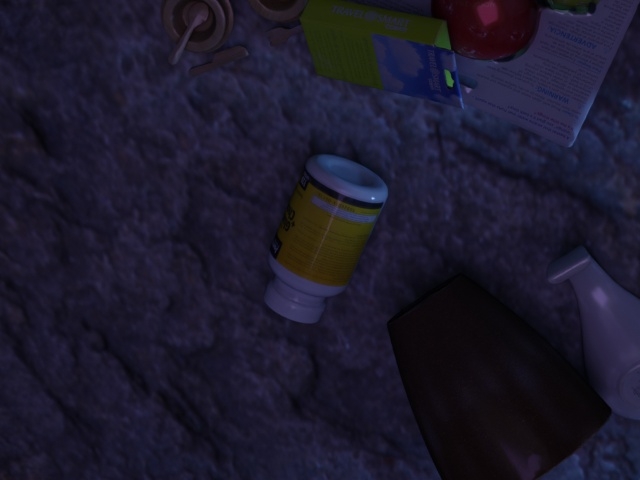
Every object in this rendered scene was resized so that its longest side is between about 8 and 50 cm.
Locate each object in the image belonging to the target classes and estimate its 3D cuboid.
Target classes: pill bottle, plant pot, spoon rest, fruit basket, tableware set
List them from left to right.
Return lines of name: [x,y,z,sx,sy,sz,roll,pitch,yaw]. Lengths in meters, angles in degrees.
tableware set: [-0.095,-0.265,1.714,0.194,0.039,0.128,-18,108,22]
pill bottle: [0.000,0.000,1.786,0.103,0.103,0.184,22,110,-3]
plant pot: [0.184,0.162,1.791,0.215,0.215,0.230,-35,90,16]
fruit basket: [0.188,-0.305,1.651,0.327,0.165,0.353,23,132,4]
spoon rest: [0.354,0.107,1.820,0.137,0.084,0.276,-29,118,16]

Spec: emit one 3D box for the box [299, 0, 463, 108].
box: [0.073,-0.205,1.669,0.178,0.042,0.109,15,154,20]
